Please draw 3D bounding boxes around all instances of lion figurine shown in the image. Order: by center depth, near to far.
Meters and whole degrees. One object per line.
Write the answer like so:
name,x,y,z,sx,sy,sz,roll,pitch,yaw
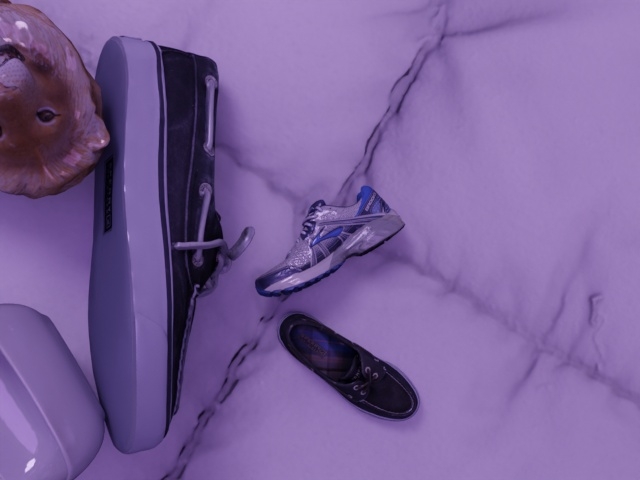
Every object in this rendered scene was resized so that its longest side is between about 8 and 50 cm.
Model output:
lion figurine,-0.357,-0.094,0.522,0.392,0.142,0.240,-21,100,12

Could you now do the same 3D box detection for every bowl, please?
bowl,-0.218,0.115,0.542,0.053,0.142,0.142,-29,89,-45

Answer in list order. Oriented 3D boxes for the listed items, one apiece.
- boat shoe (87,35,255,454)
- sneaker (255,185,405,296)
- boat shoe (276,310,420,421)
boat shoe,-0.115,0.002,0.559,0.105,0.113,0.306,3,77,-33
sneaker,0.000,0.000,0.608,0.135,0.052,0.058,-30,84,-14
boat shoe,0.024,0.109,0.609,0.142,0.040,0.049,34,86,-6
